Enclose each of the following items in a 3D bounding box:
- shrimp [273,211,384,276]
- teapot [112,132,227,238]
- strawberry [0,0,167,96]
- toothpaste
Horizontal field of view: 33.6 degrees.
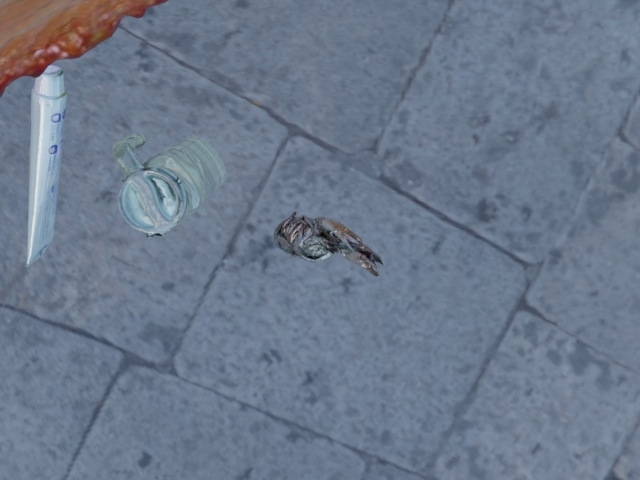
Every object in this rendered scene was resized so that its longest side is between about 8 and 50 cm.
[{"bbox_3d":[0.000,-0.001,0.679,0.029,0.092,0.038,-60,140,-20],"label":"shrimp"},{"bbox_3d":[-0.167,-0.074,1.146,0.077,0.200,0.107,-30,99,11],"label":"teapot"},{"bbox_3d":[-0.141,-0.139,0.473,0.286,0.188,0.106,-27,90,14],"label":"strawberry"},{"bbox_3d":[-0.272,-0.070,1.046,0.033,0.052,0.218,18,123,8],"label":"toothpaste"}]
